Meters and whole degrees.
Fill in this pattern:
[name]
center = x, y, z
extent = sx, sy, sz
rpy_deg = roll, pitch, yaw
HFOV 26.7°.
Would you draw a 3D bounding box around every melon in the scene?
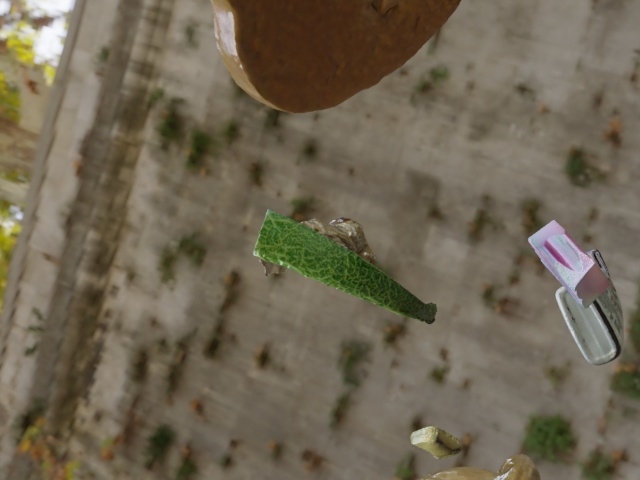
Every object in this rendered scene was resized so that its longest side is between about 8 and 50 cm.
[melon]
center = 0.028, 0.049, 1.571
extent = 0.261, 0.114, 0.053
rpy_deg = 27, -111, -19

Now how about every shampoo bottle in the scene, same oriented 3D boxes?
[shampoo bottle]
center = 0.463, 0.099, 2.280
extent = 0.153, 0.071, 0.284
rpy_deg = 61, -160, -7

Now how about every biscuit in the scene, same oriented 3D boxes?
[biscuit]
center = 0.034, -0.327, 1.462
extent = 0.385, 0.062, 0.365
rpy_deg = -41, -40, -7

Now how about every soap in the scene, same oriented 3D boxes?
[soap]
center = 0.374, 0.035, 2.022
extent = 0.056, 0.149, 0.100
rpy_deg = -39, -49, 5

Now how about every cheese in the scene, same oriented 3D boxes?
[cheese]
center = 0.147, 0.259, 1.715
extent = 0.083, 0.044, 0.030
rpy_deg = 36, -133, -53

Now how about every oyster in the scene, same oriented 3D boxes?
[oyster]
center = -0.001, 0.005, 2.423
extent = 0.232, 0.161, 0.107
rpy_deg = 12, -112, -34

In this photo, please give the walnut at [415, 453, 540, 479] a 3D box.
[walnut]
center = 0.260, 0.517, 2.112
extent = 0.383, 0.383, 0.384
rpy_deg = -33, -47, -45
